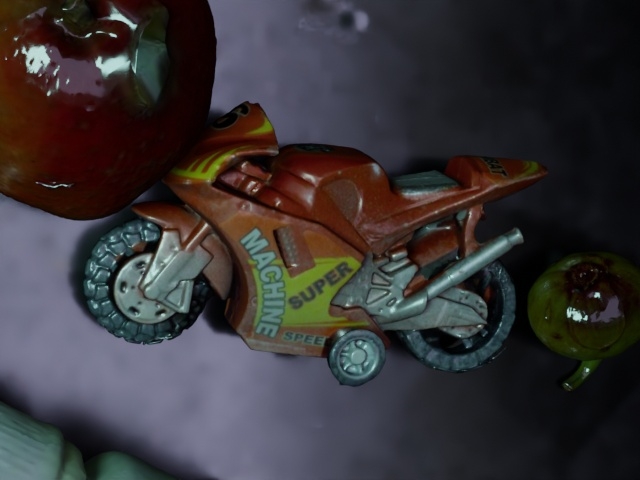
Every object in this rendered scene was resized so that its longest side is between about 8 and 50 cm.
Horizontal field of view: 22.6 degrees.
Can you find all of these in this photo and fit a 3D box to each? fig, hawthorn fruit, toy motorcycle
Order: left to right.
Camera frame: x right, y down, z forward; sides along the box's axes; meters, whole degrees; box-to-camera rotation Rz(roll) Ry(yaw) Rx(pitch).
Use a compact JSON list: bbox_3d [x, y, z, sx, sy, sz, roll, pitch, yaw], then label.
[{"bbox_3d":[-0.147,-0.105,0.929,0.185,0.202,0.185,2,83,-13],"label":"hawthorn fruit"},{"bbox_3d":[-0.001,0.002,1.041,0.298,0.089,0.171,6,95,-17],"label":"toy motorcycle"},{"bbox_3d":[0.192,0.054,1.121,0.084,0.082,0.098,-49,145,-24],"label":"fig"}]

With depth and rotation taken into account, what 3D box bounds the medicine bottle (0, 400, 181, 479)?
[{"bbox_3d":[-0.112,0.250,0.951,0.388,0.219,0.219,30,84,-17],"label":"medicine bottle"}]
